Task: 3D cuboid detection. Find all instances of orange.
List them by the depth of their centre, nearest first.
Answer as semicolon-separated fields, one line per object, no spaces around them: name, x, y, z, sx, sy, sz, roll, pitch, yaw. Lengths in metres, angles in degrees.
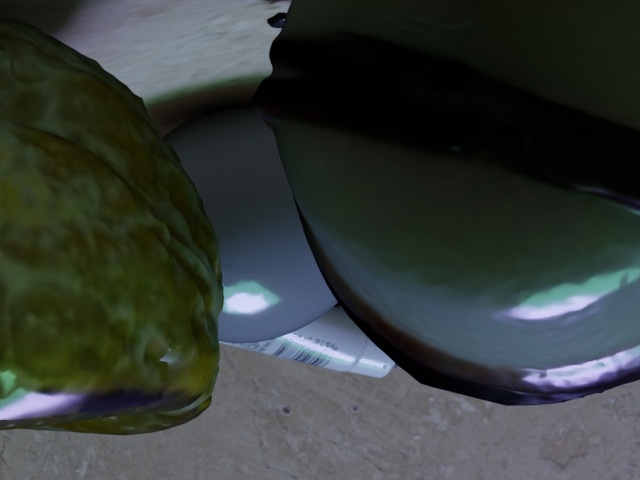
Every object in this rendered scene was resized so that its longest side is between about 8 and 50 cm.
orange;-0.176;0.001;0.748;0.270;0.210;0.369;9;171;-4

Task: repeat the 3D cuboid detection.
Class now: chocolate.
chocolate;0.088;-0.069;0.729;0.283;0.284;0.186;-17;158;21

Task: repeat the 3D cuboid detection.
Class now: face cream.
face cream;-0.041;0.079;1.428;0.243;0.058;0.092;15;142;-23

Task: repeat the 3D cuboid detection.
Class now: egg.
egg;-0.049;-0.013;1.158;0.176;0.176;0.232;-18;176;28

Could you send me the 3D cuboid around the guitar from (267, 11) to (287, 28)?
guitar;0.062;-0.142;0.950;0.233;0.025;0.088;-9;172;-39

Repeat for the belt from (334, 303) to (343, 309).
belt;0.000;0.000;1.506;0.257;0.150;0.207;-24;154;36
